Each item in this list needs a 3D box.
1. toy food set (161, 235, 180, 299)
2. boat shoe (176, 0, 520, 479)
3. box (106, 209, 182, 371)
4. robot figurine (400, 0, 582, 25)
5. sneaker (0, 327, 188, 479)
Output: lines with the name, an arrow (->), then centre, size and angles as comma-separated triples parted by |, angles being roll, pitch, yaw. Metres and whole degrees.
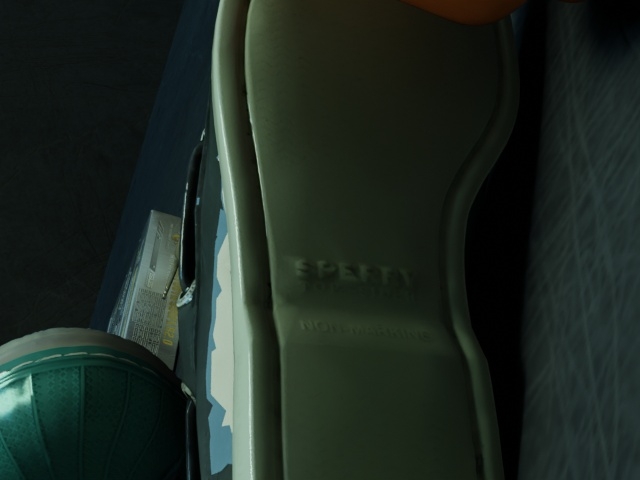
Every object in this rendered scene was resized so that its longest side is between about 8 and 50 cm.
toy food set -> -0.103, -0.025, 1.352 | 0.192, 0.038, 0.132 | 117, 173, -62
boat shoe -> 0.004, 0.001, 0.547 | 0.113, 0.127, 0.340 | 131, 142, -54
box -> -0.190, 0.110, 1.495 | 0.231, 0.056, 0.183 | -86, 18, -48
robot figurine -> 0.016, -0.151, 0.470 | 0.158, 0.219, 0.128 | -95, 27, -55
sneaker -> -0.068, 0.178, 0.551 | 0.121, 0.108, 0.302 | -112, 12, -58
